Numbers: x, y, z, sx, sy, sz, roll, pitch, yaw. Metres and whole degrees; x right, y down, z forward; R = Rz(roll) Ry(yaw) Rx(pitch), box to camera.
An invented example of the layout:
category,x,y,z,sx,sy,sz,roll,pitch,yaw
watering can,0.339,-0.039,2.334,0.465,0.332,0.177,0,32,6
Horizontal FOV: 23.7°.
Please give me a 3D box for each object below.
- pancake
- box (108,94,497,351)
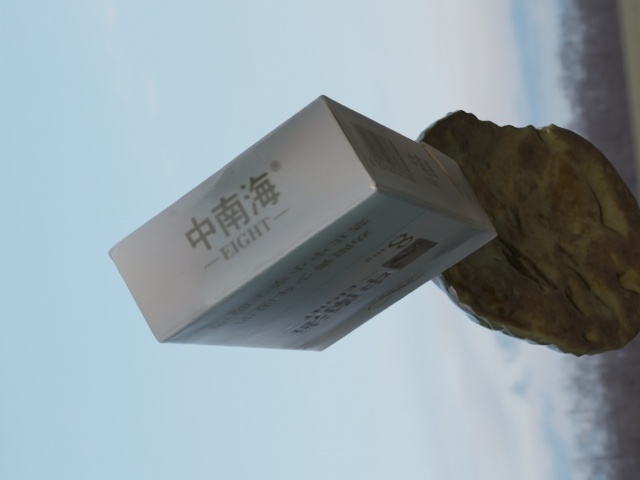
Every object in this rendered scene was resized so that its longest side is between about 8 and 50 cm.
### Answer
category,x,y,z,sx,sy,sz,roll,pitch,yaw
pancake,0.162,-0.006,1.181,0.236,0.042,0.222,-18,-104,-42
box,0.000,0.000,0.914,0.067,0.155,0.243,61,-165,15
